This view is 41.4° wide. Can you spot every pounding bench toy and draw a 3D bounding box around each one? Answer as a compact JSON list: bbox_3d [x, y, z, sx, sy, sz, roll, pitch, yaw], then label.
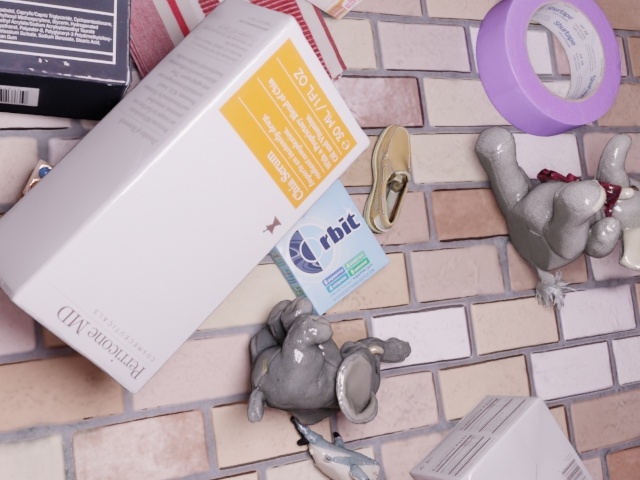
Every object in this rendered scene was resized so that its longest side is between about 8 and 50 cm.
[{"bbox_3d":[-0.370,-0.055,1.122,0.052,0.065,0.083,28,70,-21],"label":"pounding bench toy"}]

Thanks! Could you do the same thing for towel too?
[{"bbox_3d":[-0.136,-0.311,1.304,0.329,0.037,0.237,-26,92,-30],"label":"towel"}]

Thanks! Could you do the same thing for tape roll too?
[{"bbox_3d":[0.423,-0.335,1.563,0.274,0.090,0.275,4,80,-26],"label":"tape roll"}]

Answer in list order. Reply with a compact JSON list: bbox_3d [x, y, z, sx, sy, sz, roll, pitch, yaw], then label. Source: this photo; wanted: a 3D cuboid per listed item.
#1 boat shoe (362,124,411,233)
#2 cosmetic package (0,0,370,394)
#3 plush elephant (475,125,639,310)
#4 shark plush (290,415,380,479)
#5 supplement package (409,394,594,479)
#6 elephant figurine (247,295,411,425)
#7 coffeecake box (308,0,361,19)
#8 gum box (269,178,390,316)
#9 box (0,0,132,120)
[{"bbox_3d":[0.123,-0.104,1.380,0.068,0.072,0.190,16,75,-24],"label":"boat shoe"},{"bbox_3d":[-0.174,-0.061,1.068,0.453,0.161,0.230,-48,133,-10],"label":"cosmetic package"},{"bbox_3d":[0.462,-0.063,1.448,0.255,0.272,0.330,-30,125,-15],"label":"plush elephant"},{"bbox_3d":[0.017,0.322,1.285,0.161,0.073,0.067,31,47,2],"label":"shark plush"},{"bbox_3d":[0.312,0.412,1.351,0.204,0.145,0.262,-38,100,-26],"label":"supplement package"},{"bbox_3d":[0.022,0.199,1.229,0.239,0.169,0.186,36,97,-25],"label":"elephant figurine"},{"bbox_3d":[-0.014,-0.464,1.347,0.185,0.068,0.142,25,59,-29],"label":"coffeecake box"},{"bbox_3d":[0.000,0.000,1.317,0.157,0.041,0.184,-35,97,-26],"label":"gum box"},{"bbox_3d":[-0.397,-0.325,1.077,0.296,0.182,0.294,3,81,-20],"label":"box"}]
